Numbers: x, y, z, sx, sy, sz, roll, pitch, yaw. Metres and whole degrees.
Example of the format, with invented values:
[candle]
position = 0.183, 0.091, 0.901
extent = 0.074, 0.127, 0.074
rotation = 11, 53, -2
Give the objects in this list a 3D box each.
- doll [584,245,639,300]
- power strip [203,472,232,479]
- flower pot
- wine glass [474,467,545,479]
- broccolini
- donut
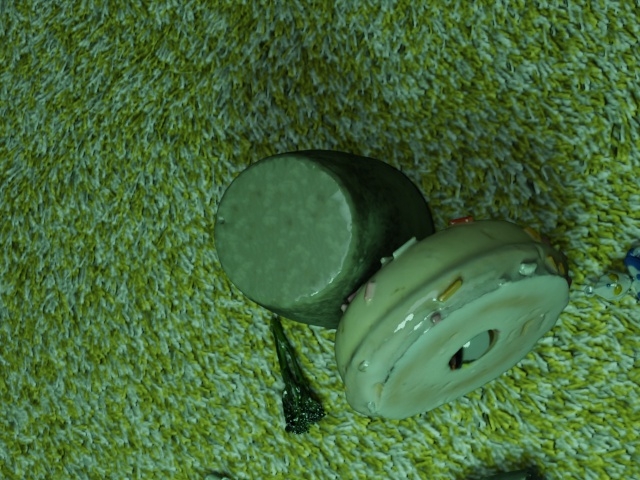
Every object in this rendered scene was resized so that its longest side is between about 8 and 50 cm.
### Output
[doll]
position = 0.508, 0.047, 1.539
extent = 0.227, 0.057, 0.114
rotation = -24, 84, 13
[power strip]
position = -0.186, 0.491, 1.749
extent = 0.081, 0.035, 0.192
rotation = 21, 94, 17
[flower pot]
position = 0.000, 0.000, 1.565
extent = 0.294, 0.330, 0.293
rotation = 0, 88, 18
[wine glass]
position = 0.251, 0.422, 1.570
extent = 0.204, 0.111, 0.111
rotation = -27, 79, 19
[broccolini]
position = -0.045, 0.226, 1.723
extent = 0.074, 0.058, 0.201
rotation = -15, 66, 2
[donut]
position = 0.185, 0.110, 1.485
extent = 0.383, 0.383, 0.142
rotation = -38, 61, 12
